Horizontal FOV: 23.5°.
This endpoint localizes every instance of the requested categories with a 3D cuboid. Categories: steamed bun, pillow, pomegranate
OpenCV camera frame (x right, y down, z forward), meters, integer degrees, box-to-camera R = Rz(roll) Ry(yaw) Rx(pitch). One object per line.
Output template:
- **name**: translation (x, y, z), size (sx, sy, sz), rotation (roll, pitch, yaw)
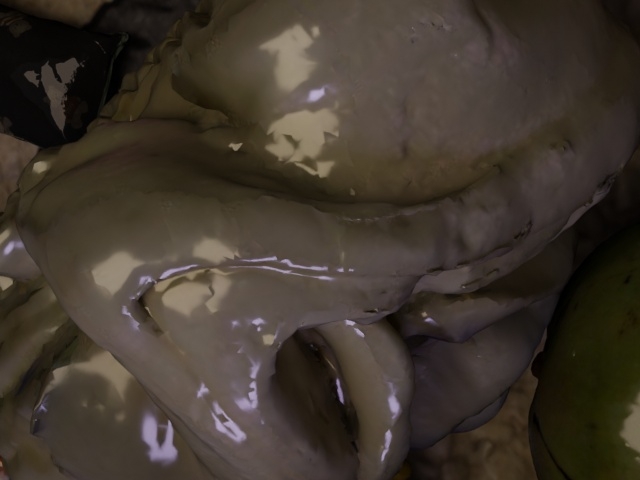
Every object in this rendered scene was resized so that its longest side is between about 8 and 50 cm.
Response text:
- **steamed bun**: translation (0.000, 0.000, 0.730), size (0.247, 0.352, 0.339), rotation (47, 162, -5)
- **pillow**: translation (-0.194, -0.105, 0.977), size (0.150, 0.048, 0.090), rotation (19, 119, 21)
- **pomegranate**: translation (0.199, 0.070, 0.721), size (0.210, 0.179, 0.179), rotation (-15, 93, 14)

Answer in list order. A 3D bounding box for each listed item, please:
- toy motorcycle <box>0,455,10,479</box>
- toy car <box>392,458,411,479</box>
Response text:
- **toy motorcycle**: translation (-0.305, 0.121, 1.048), size (0.221, 0.148, 0.325), rotation (27, 117, 0)
- **toy car**: translation (-0.053, 0.190, 0.889), size (0.248, 0.200, 0.142), rotation (-14, 72, 30)
